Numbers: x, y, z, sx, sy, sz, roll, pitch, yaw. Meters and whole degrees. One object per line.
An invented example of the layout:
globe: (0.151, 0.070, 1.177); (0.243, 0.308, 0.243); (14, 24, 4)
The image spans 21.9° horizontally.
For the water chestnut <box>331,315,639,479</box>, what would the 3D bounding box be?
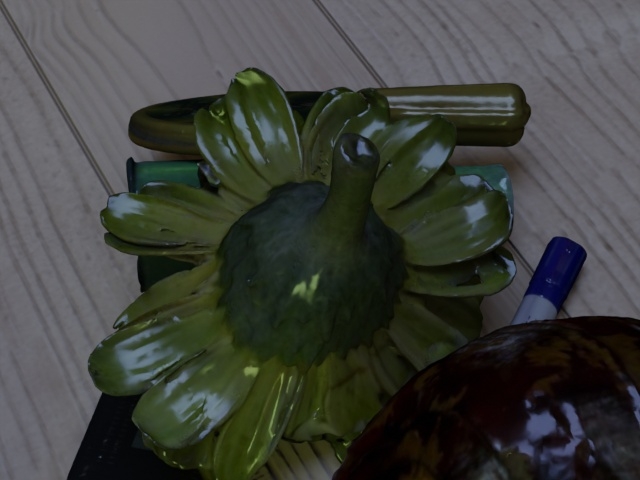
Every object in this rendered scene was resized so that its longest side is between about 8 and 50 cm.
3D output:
water chestnut: (0.142, 0.170, 0.997); (0.289, 0.289, 0.244); (-6, 22, 4)

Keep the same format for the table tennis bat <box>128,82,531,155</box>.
table tennis bat: (0.006, -0.096, 1.315); (0.321, 0.050, 0.198); (-1, 13, 10)

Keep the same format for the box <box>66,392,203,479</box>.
box: (-0.110, 0.146, 1.196); (0.126, 0.027, 0.125); (8, 53, 15)

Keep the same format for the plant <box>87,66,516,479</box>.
plant: (0.019, 0.026, 1.129); (0.297, 0.261, 0.305); (-15, 48, 49)

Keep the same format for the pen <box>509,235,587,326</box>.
pen: (0.130, 0.103, 1.192); (0.033, 0.033, 0.269); (17, 56, 22)

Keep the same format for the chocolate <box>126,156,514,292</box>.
chocolate: (0.001, -0.020, 1.272); (0.291, 0.110, 0.110); (-4, 50, -1)
